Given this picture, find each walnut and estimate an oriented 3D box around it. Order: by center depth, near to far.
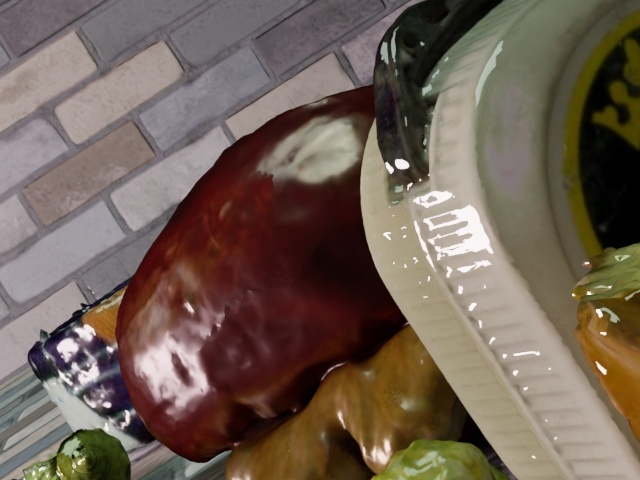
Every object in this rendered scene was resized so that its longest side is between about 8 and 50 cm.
[{"bbox_3d":[0.027,0.048,0.808,0.269,0.222,0.244,-45,37,20],"label":"walnut"}]

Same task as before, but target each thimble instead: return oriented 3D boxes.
[{"bbox_3d":[-0.162,0.099,1.441,0.237,0.150,0.237,-33,5,3],"label":"thimble"}]

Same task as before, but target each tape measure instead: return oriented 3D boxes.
[{"bbox_3d":[0.149,-0.038,0.655,0.271,0.231,0.133,-37,9,-26],"label":"tape measure"}]

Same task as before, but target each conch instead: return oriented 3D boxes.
[{"bbox_3d":[-0.204,0.200,1.220,0.089,0.074,0.121,2,-26,-12],"label":"conch"}]

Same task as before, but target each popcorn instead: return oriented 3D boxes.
[{"bbox_3d":[0.061,0.122,0.678,0.083,0.059,0.068,-8,-43,-45],"label":"popcorn"}]

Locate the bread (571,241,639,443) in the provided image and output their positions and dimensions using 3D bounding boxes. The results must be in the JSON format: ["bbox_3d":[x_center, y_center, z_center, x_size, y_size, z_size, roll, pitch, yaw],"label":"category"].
[{"bbox_3d":[0.199,0.019,0.427,0.229,0.139,0.143,-25,9,9],"label":"bread"}]

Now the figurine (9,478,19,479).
[{"bbox_3d":[-0.324,0.236,0.971,0.218,0.206,0.365,-31,7,21],"label":"figurine"}]
